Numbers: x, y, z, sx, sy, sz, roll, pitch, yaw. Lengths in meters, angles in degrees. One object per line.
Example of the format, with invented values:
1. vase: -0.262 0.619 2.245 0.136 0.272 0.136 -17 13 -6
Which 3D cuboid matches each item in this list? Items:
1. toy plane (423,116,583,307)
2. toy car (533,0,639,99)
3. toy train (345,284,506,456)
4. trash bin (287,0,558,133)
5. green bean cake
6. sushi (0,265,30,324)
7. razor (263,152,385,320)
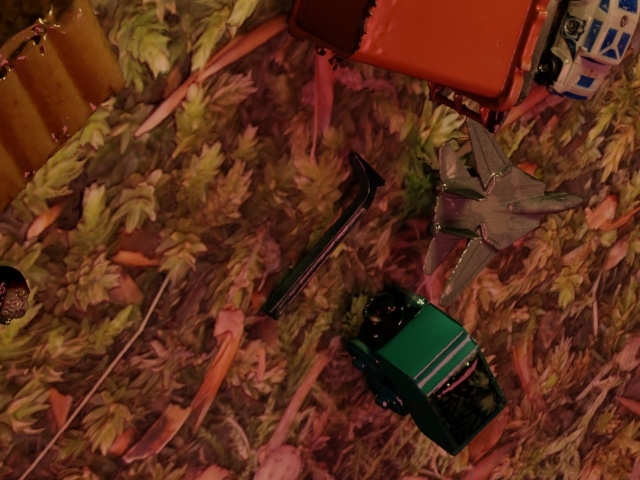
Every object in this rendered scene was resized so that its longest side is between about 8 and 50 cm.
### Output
1. toy plane: 0.201 -0.042 2.161 0.267 0.088 0.212 -10 110 -55
2. toy car: 0.302 -0.235 2.157 0.080 0.070 0.170 10 106 -47
3. toy train: 0.115 0.140 2.126 0.107 0.154 0.198 -44 138 -14
4. trash bin: 0.096 -0.215 1.903 0.239 0.161 0.184 3 110 -39
5. green bean cake: -0.291 -0.121 1.501 0.229 0.224 0.131 -47 138 -20
6. sushi: -0.293 0.047 1.734 0.083 0.044 0.046 -5 117 -46
7. razor: 0.004 0.002 2.021 0.190 0.033 0.066 -54 139 -7
